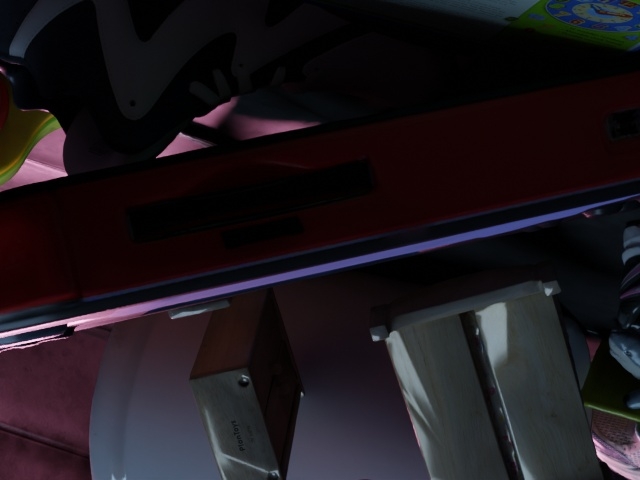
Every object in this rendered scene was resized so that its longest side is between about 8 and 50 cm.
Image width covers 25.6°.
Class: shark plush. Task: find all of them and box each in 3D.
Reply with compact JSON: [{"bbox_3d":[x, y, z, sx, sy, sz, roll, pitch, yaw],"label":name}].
[{"bbox_3d":[0.330,0.117,1.229,0.161,0.073,0.067,20,139,23],"label":"shark plush"}]

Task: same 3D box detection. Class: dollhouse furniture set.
[{"bbox_3d":[0.088,0.061,1.085,0.356,0.303,0.174,-14,-161,8],"label":"dollhouse furniture set"}]

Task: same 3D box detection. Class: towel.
[{"bbox_3d":[0.358,0.150,1.270,0.237,0.021,0.102,16,-150,15],"label":"towel"}]

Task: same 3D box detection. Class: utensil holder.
[{"bbox_3d":[0.028,0.185,1.347,0.386,0.327,0.327,10,166,28],"label":"utensil holder"}]

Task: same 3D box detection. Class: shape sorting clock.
[{"bbox_3d":[0.071,-0.114,0.552,0.206,0.040,0.206,11,171,2],"label":"shape sorting clock"}]

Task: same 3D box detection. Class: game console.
[{"bbox_3d":[0.000,0.000,0.711,0.387,0.060,0.342,-12,173,-12],"label":"game console"}]

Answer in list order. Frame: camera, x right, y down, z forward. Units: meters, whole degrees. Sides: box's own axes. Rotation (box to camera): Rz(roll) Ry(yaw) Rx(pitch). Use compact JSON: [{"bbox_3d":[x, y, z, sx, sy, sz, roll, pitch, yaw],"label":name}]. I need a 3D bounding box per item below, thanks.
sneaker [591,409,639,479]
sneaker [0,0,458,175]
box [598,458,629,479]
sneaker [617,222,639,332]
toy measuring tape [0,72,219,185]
[{"bbox_3d":[0.387,0.182,1.385,0.283,0.110,0.122,9,148,28],"label":"sneaker"},{"bbox_3d":[-0.055,-0.073,0.666,0.235,0.153,0.094,24,169,-26],"label":"sneaker"},{"bbox_3d":[0.395,0.337,1.550,0.296,0.294,0.183,14,168,26],"label":"box"},{"bbox_3d":[0.257,0.035,0.878,0.072,0.077,0.178,23,167,-27],"label":"sneaker"},{"bbox_3d":[-0.208,-0.067,1.041,0.330,0.121,0.121,21,168,-13],"label":"toy measuring tape"}]
